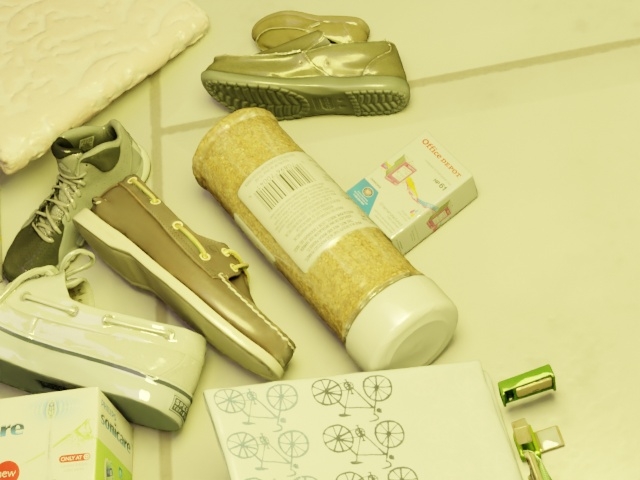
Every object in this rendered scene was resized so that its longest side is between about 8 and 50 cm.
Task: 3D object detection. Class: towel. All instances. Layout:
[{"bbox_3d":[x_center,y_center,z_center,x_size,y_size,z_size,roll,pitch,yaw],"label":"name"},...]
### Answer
[{"bbox_3d":[-0.360,-0.254,1.963,0.317,0.053,0.332,35,62,29],"label":"towel"}]

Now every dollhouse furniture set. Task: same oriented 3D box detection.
[{"bbox_3d":[0.231,0.207,1.578,0.058,0.076,0.152,-18,58,1],"label":"dollhouse furniture set"}]

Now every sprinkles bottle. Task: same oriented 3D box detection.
[{"bbox_3d":[0.000,0.000,1.725,0.121,0.121,0.355,-37,59,-8],"label":"sprinkles bottle"}]

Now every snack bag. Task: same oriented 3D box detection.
[{"bbox_3d":[0.071,0.279,1.517,0.323,0.037,0.343,-3,56,-21],"label":"snack bag"}]

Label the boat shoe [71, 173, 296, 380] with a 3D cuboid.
[{"bbox_3d":[-0.140,0.036,1.746,0.324,0.116,0.097,35,71,29],"label":"boat shoe"}]

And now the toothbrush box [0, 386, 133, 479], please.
[{"bbox_3d":[-0.313,0.314,1.628,0.206,0.122,0.283,-8,59,11],"label":"toothbrush box"}]

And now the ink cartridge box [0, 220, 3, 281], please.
[{"bbox_3d":[-0.424,-0.013,1.846,0.061,0.104,0.181,-13,60,7],"label":"ink cartridge box"}]

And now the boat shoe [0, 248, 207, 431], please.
[{"bbox_3d":[-0.295,0.085,1.743,0.367,0.136,0.156,14,66,18],"label":"boat shoe"}]

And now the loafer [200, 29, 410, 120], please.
[{"bbox_3d":[-0.017,-0.200,1.859,0.251,0.094,0.087,3,67,4],"label":"loafer"}]

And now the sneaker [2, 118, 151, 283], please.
[{"bbox_3d":[-0.307,-0.058,1.826,0.086,0.132,0.229,33,73,27],"label":"sneaker"}]

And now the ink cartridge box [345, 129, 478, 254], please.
[{"bbox_3d":[0.105,-0.054,1.769,0.122,0.052,0.088,-38,59,-10],"label":"ink cartridge box"}]

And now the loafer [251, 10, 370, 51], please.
[{"bbox_3d":[-0.015,-0.247,1.903,0.148,0.056,0.050,-1,55,14],"label":"loafer"}]
